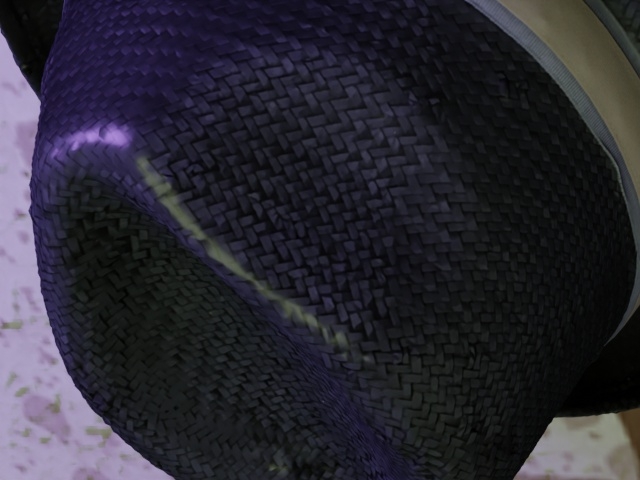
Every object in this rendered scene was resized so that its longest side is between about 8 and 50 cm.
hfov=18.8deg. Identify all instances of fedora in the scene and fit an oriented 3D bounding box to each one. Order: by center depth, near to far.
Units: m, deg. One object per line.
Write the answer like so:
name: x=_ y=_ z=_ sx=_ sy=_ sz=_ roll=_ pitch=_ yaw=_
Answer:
fedora: x=0.000 y=0.000 z=0.688 sx=0.334 sy=0.152 sz=0.334 roll=17 pitch=145 yaw=12
